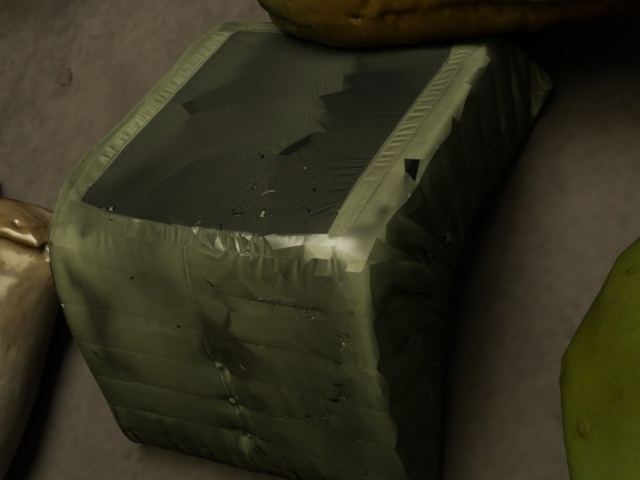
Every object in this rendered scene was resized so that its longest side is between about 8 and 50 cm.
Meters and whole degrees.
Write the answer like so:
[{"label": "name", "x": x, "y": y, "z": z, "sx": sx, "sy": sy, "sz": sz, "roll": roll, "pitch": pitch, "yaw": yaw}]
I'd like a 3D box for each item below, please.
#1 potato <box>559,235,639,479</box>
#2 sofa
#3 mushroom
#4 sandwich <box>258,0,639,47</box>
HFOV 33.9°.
[{"label": "potato", "x": 0.239, "y": 0.047, "z": 0.368, "sx": 0.305, "sy": 0.216, "sz": 0.215, "roll": -11, "pitch": 65, "yaw": 18}, {"label": "sofa", "x": 0.000, "y": 0.000, "z": 0.571, "sx": 0.210, "sy": 0.176, "sz": 0.225, "roll": 6, "pitch": 43, "yaw": 27}, {"label": "mushroom", "x": -0.208, "y": 0.075, "z": 0.628, "sx": 0.097, "sy": 0.088, "sz": 0.212, "roll": 19, "pitch": 76, "yaw": 43}, {"label": "sandwich", "x": 0.090, "y": -0.198, "z": 0.563, "sx": 0.251, "sy": 0.087, "sz": 0.226, "roll": -1, "pitch": 46, "yaw": 23}]
